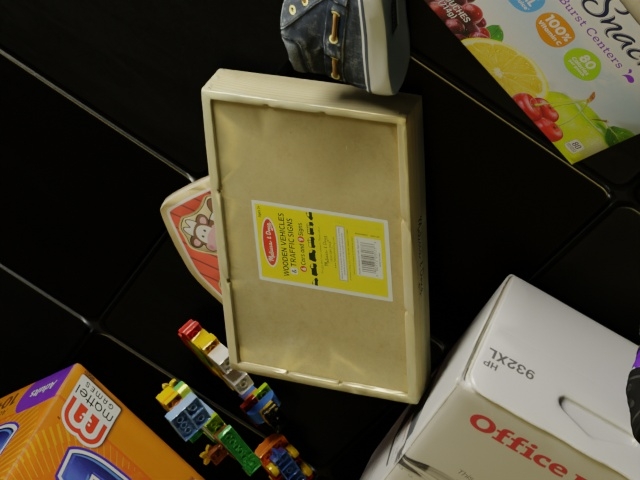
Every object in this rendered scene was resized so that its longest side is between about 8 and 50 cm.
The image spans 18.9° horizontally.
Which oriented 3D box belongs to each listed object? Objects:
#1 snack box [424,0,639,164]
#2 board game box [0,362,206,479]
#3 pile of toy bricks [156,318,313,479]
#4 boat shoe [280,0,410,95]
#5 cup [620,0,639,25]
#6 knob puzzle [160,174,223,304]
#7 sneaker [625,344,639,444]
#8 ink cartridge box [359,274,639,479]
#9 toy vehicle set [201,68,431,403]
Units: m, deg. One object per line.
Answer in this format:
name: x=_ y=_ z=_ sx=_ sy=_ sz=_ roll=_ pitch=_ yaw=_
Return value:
snack box: x=0.171 y=-0.167 z=1.237 sx=0.174 sy=0.070 sz=0.207 roll=-24 pitch=119 yaw=43
board game box: x=-0.289 y=0.401 z=1.857 sx=0.356 sy=0.356 sz=0.356 roll=46 pitch=137 yaw=-19
pile of toy bricks: x=-0.099 y=0.165 z=1.717 sx=0.105 sy=0.118 sz=0.212 roll=35 pitch=163 yaw=45
boat shoe: x=0.013 y=-0.176 z=1.316 sx=0.083 sy=0.065 sz=0.183 roll=12 pitch=138 yaw=16
cup: x=0.247 y=-0.220 z=0.992 sx=0.237 sy=0.331 sz=0.331 roll=31 pitch=146 yaw=34
knob puzzle: x=-0.046 y=0.016 z=1.575 sx=0.213 sy=0.030 sz=0.213 roll=15 pitch=138 yaw=14
sneaker: x=0.361 y=0.137 z=1.388 sx=0.293 sy=0.146 sz=0.102 roll=8 pitch=136 yaw=22
ink cartridge box: x=0.170 y=0.200 z=1.570 sx=0.223 sy=0.129 sz=0.307 roll=30 pitch=140 yaw=-1
toy vehicle set: x=0.000 y=0.000 z=1.492 sx=0.166 sy=0.035 sz=0.267 roll=10 pitch=126 yaw=20
